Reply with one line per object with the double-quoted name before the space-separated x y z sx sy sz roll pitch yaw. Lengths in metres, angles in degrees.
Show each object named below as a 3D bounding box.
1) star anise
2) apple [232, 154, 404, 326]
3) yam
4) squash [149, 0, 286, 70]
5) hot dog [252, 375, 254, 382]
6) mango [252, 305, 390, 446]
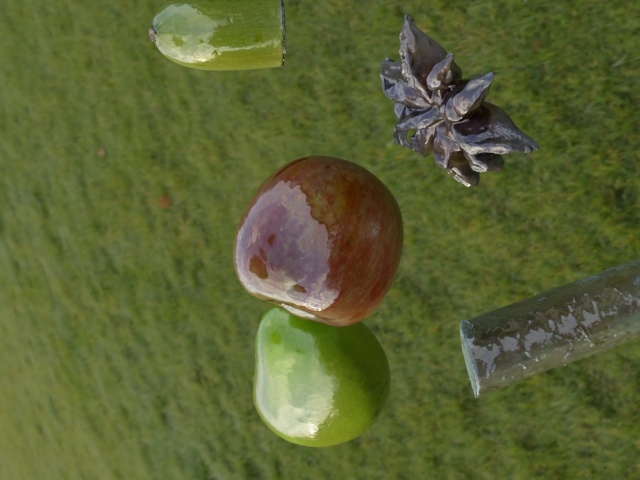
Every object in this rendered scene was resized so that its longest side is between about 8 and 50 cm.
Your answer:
"star anise" 0.122 -0.131 0.958 0.182 0.065 0.195 4 125 62
"apple" 0.000 0.000 1.085 0.188 0.188 0.173 -2 65 59
"yam" 0.286 0.097 1.130 0.093 0.259 0.093 161 90 -89
"squash" -0.139 -0.284 1.316 0.123 0.187 0.123 171 90 -76
"hot dog" -0.065 0.305 1.825 0.055 0.072 0.188 39 162 56
"mango" 0.003 0.182 1.302 0.273 0.186 0.149 97 177 -53
